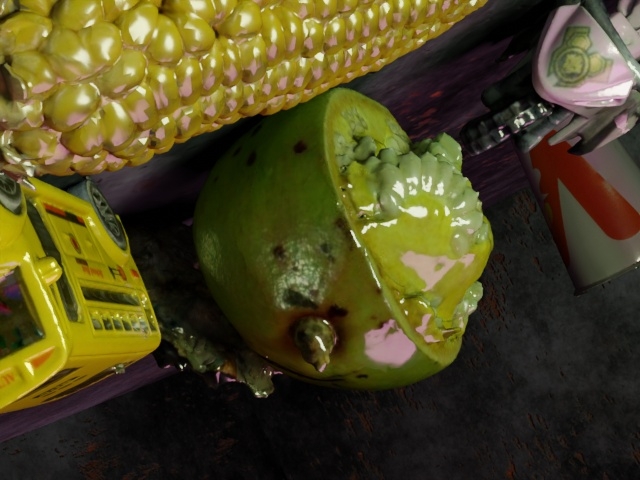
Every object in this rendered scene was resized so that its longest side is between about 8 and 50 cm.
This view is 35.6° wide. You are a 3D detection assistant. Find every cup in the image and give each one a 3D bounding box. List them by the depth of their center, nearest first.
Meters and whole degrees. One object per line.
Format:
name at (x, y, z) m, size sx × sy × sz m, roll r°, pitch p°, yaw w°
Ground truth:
cup at (0.410, -0.082, 1.538) m, size 0.203 × 0.288 × 0.203 m, roll -26°, pitch 173°, yaw -3°

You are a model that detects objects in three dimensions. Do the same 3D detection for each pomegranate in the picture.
pomegranate at (0.024, -0.011, 0.877) m, size 0.260 × 0.260 × 0.341 m, roll -29°, pitch -163°, yaw 16°

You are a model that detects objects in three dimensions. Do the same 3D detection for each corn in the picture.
corn at (-0.031, -0.109, 0.444) m, size 0.318 × 0.115 × 0.115 m, roll -23°, pitch 172°, yaw -30°

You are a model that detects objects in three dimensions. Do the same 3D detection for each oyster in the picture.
oyster at (-0.116, 0.056, 0.973) m, size 0.092 × 0.198 × 0.259 m, roll -63°, pitch -167°, yaw 12°

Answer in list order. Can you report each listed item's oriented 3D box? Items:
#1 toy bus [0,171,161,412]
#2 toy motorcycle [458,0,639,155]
toy bus at (-0.212, 0.037, 0.649) m, size 0.144 × 0.152 × 0.330 m, roll -26°, pitch 173°, yaw 2°
toy motorcycle at (0.280, -0.182, 0.943) m, size 0.327 × 0.143 × 0.188 m, roll -32°, pitch 175°, yaw -22°
